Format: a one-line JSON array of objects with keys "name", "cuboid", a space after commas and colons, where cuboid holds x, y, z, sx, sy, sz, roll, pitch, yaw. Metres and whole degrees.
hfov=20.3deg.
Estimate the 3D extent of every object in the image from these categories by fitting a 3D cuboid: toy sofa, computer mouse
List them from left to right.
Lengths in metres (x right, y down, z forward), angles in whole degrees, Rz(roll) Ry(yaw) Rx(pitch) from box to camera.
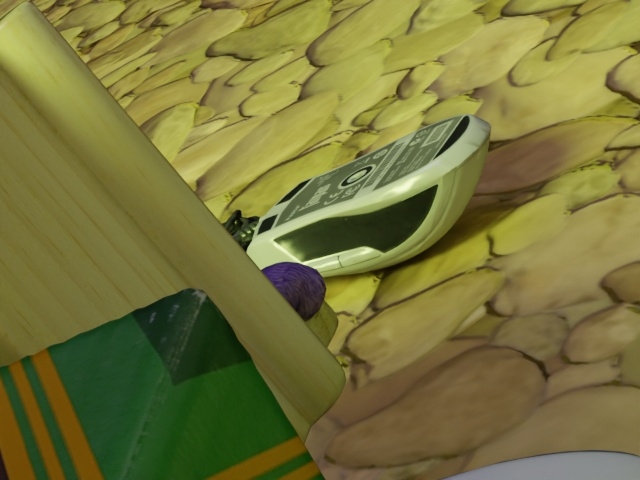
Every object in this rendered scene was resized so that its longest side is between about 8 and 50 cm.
[{"name": "toy sofa", "cuboid": [-0.175, 0.088, 0.562, 0.362, 0.150, 0.177, -34, 15, 24]}, {"name": "computer mouse", "cuboid": [0.000, 0.000, 0.796, 0.193, 0.042, 0.106, -21, 18, 35]}]

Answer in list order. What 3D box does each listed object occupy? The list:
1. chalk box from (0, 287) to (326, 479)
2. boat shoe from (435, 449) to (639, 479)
[{"name": "chalk box", "cuboid": [-0.078, 0.176, 0.308, 0.180, 0.179, 0.289, -22, 22, 19]}, {"name": "boat shoe", "cuboid": [0.001, 0.110, 0.508, 0.228, 0.080, 0.076, -31, 22, 16]}]
